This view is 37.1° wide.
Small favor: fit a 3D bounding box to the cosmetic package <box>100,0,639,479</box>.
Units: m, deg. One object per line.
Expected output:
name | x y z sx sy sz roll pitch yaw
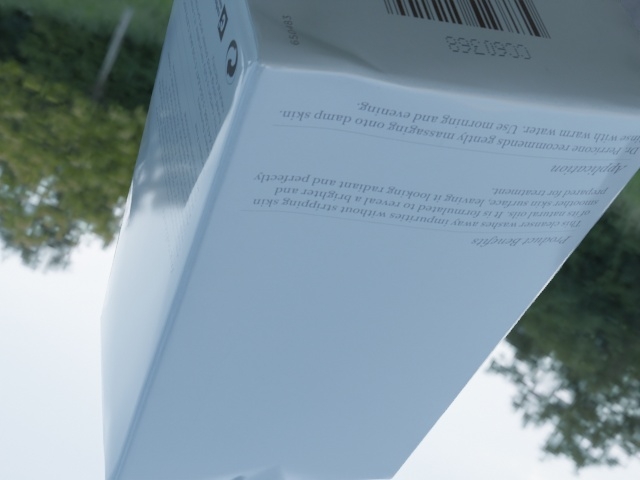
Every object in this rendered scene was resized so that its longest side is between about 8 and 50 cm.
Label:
cosmetic package | 0.000 0.000 0.570 0.217 0.385 0.156 4 -129 -22
